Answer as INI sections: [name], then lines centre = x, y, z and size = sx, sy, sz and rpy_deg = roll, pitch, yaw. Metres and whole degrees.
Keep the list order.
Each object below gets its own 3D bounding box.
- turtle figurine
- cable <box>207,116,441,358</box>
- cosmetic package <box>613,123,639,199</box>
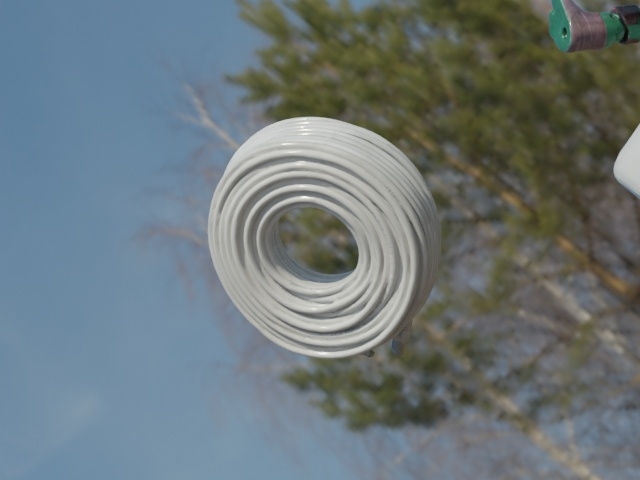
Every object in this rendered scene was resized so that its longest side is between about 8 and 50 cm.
[turtle figurine]
centre = 0.307, -0.197, 1.319
size = 0.234, 0.118, 0.175
rpy_deg = 0, -63, -16
[cable]
centre = 0.000, 0.000, 1.763
size = 0.089, 0.257, 0.257
rpy_deg = -50, -17, -58
[cosmetic package]
centre = 0.473, -0.075, 1.087
size = 0.393, 0.327, 0.329
rpy_deg = 0, -53, -53
